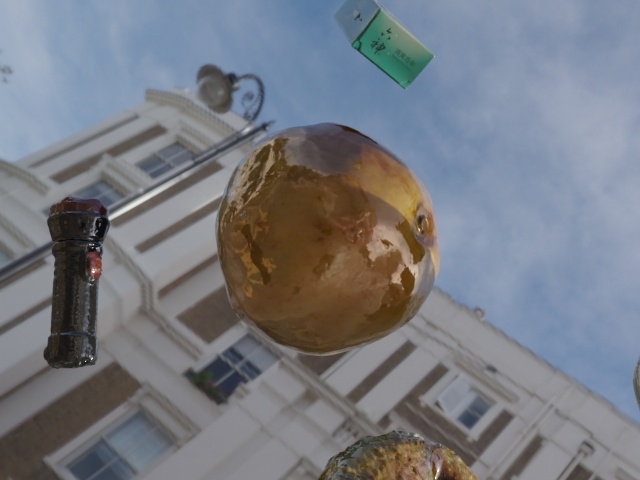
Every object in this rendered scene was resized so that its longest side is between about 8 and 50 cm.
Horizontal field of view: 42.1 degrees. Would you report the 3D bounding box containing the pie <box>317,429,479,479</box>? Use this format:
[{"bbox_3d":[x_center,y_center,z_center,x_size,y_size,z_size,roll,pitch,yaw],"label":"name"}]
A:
[{"bbox_3d":[0.093,0.310,0.710,0.092,0.315,0.315,-30,-86,36],"label":"pie"}]

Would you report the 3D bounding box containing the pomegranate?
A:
[{"bbox_3d":[0.000,0.000,1.400,0.411,0.411,0.411,29,-44,31],"label":"pomegranate"}]

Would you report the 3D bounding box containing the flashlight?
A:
[{"bbox_3d":[-0.337,0.060,1.151,0.093,0.093,0.232,-30,-121,54],"label":"flashlight"}]

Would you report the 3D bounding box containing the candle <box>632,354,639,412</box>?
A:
[{"bbox_3d":[0.592,0.255,1.255,0.221,0.221,0.342,12,-38,43],"label":"candle"}]

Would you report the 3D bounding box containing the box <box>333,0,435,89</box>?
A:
[{"bbox_3d":[0.124,-0.419,1.701,0.153,0.245,0.092,33,-71,-24],"label":"box"}]
